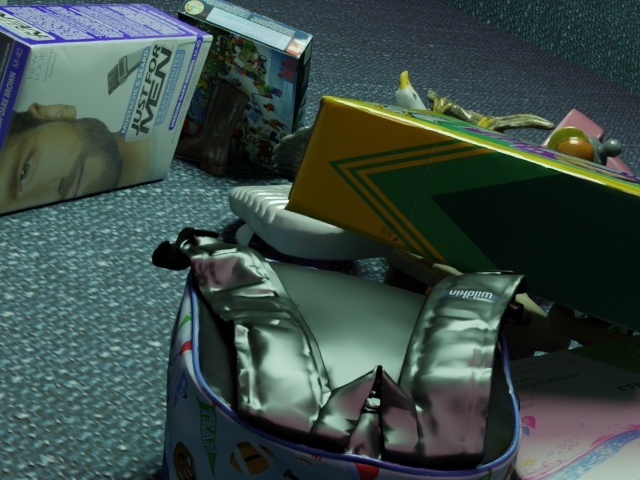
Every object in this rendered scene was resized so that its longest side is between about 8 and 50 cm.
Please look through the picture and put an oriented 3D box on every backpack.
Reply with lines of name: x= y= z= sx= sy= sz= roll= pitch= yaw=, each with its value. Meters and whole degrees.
backpack: x=0.007 y=0.127 z=0.926 sx=0.277 sy=0.213 sz=0.263 roll=7 pitch=15 yaw=-3

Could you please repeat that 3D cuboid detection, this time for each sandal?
sandal: x=-0.016 y=-0.001 z=1.444 sx=0.169 sy=0.102 sz=0.416 roll=4 pitch=6 yaw=-2

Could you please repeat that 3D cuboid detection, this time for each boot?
boot: x=-0.144 y=-0.150 z=1.705 sx=0.106 sy=0.114 sz=0.037 roll=25 pitch=22 yaw=20

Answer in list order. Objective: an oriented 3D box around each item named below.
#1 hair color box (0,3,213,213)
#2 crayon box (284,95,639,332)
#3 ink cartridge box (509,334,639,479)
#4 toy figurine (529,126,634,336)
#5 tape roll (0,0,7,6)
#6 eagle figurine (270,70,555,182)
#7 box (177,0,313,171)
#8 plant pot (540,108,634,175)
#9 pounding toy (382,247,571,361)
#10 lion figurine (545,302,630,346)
hair color box: x=-0.262 y=-0.146 z=1.463 sx=0.110 sy=0.185 sz=0.339 roll=28 pitch=21 yaw=21
crayon box: x=0.178 y=-0.028 z=1.194 sx=0.313 sy=0.106 sz=0.363 roll=18 pitch=8 yaw=15
ink cartridge box: x=0.245 y=0.201 z=0.978 sx=0.207 sy=0.119 sz=0.353 roll=-11 pitch=24 yaw=-10
toy figurine: x=0.320 y=-0.008 z=1.599 sx=0.209 sy=0.213 sz=0.148 roll=34 pitch=11 yaw=15
tape roll: x=-0.441 y=-0.267 z=1.573 sx=0.072 sy=0.219 sz=0.219 roll=0 pitch=26 yaw=-43
eagle figurine: x=0.108 y=-0.099 z=1.744 sx=0.298 sy=0.226 sz=0.225 roll=-38 pitch=93 yaw=-40
box: x=-0.097 y=-0.190 z=1.723 sx=0.159 sy=0.233 sz=0.044 roll=22 pitch=57 yaw=10
plant pot: x=0.334 y=-0.039 z=1.783 sx=0.180 sy=0.201 sz=0.201 roll=38 pitch=21 yaw=7
pounding toy: x=0.147 y=0.044 z=1.384 sx=0.154 sy=0.155 sz=0.269 roll=16 pitch=16 yaw=-21
lion figurine: x=0.361 y=0.159 z=1.292 sx=0.240 sy=0.142 sz=0.392 roll=31 pitch=21 yaw=37
